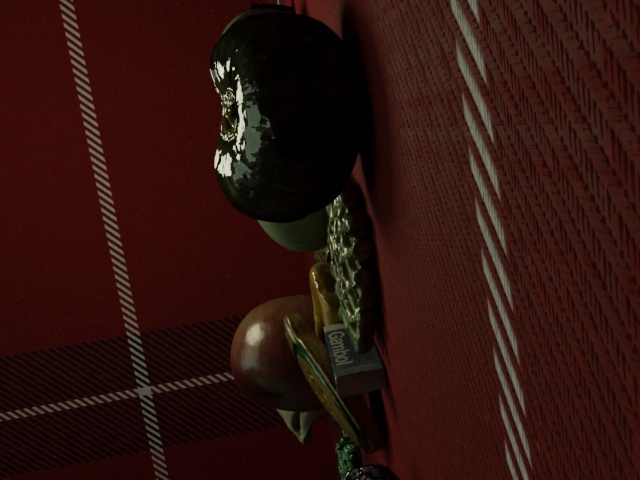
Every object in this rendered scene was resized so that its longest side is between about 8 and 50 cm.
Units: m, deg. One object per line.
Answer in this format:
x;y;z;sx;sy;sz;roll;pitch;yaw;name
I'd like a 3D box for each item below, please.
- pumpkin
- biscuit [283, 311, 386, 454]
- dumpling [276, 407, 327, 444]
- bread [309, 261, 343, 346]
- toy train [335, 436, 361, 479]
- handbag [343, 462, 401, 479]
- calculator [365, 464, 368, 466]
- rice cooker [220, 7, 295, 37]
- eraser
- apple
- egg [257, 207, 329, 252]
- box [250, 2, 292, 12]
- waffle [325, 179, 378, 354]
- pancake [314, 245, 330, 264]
-0.023;-0.187;1.103;0.232;0.242;0.324;4;100;56;pumpkin
0.020;0.319;1.586;0.343;0.057;0.287;52;166;31;biscuit
-0.036;0.427;2.374;0.315;0.233;0.394;-108;23;-80;dumpling
0.038;0.175;1.608;0.305;0.091;0.142;85;158;-49;bread
0.091;0.681;2.226;0.104;0.071;0.178;-150;49;-75;toy train
0.105;0.464;1.119;0.208;0.127;0.228;-144;44;-75;handbag
0.132;0.654;1.863;0.236;0.033;0.157;91;169;-58;calculator
-0.126;-0.414;1.716;0.244;0.226;0.225;179;81;-87;rice cooker
0.062;0.218;1.404;0.212;0.092;0.046;-107;7;-70;eraser
-0.070;0.282;1.903;0.344;0.345;0.269;89;-168;-64;apple
-0.052;-0.094;1.523;0.186;0.187;0.253;103;142;-79;egg
-0.148;-0.390;1.983;0.264;0.116;0.414;94;-178;-83;box
0.051;0.032;1.337;0.291;0.056;0.309;-108;11;-65;waffle
-0.001;0.000;2.030;0.250;0.031;0.249;176;90;-84;pancake
